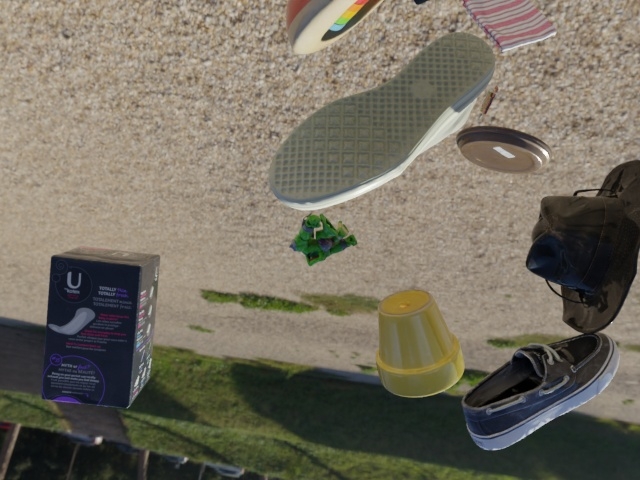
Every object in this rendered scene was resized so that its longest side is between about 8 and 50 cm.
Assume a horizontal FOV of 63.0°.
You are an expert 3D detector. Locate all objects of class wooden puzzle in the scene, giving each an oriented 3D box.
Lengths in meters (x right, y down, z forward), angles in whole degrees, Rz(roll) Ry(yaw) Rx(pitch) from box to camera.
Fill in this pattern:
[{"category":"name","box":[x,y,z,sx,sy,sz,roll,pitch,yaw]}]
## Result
[{"category":"wooden puzzle","box":[0.394,-0.326,1.232,0.006,0.083,0.049,20,-157,-6]}]

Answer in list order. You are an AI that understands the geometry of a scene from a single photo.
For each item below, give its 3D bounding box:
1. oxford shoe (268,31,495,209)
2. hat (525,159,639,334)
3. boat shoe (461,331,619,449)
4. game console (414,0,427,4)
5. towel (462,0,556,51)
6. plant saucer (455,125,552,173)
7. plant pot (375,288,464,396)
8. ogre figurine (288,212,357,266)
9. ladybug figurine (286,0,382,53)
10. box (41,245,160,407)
[{"category":"oxford shoe","box":[0.111,-0.183,0.876,0.169,0.449,0.130,48,164,15]},{"category":"hat","box":[0.429,-0.007,0.895,0.133,0.332,0.331,19,163,9]},{"category":"boat shoe","box":[0.362,0.220,0.864,0.301,0.102,0.108,-28,-159,-9]},{"category":"game console","box":[0.301,-0.751,1.480,0.071,0.107,0.122,24,171,40]},{"category":"towel","box":[0.445,-0.534,1.241,0.144,0.197,0.029,-21,152,-6]},{"category":"plant saucer","box":[0.532,-0.259,1.540,0.277,0.041,0.278,18,172,3]},{"category":"plant pot","box":[0.272,0.283,1.527,0.253,0.239,0.254,-15,-164,4]},{"category":"ogre figurine","box":[0.000,0.000,1.327,0.118,0.097,0.197,-37,165,20]},{"category":"ladybug figurine","box":[0.049,-0.672,1.406,0.449,0.305,0.162,-28,98,48]},{"category":"box","box":[-0.414,0.158,1.001,0.165,0.271,0.143,7,-173,-4]}]
